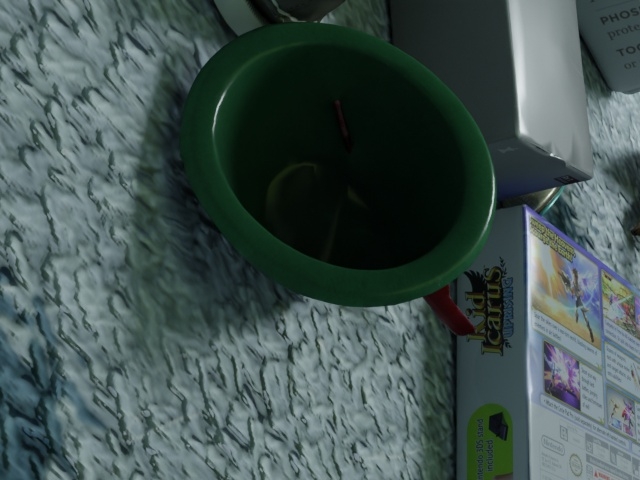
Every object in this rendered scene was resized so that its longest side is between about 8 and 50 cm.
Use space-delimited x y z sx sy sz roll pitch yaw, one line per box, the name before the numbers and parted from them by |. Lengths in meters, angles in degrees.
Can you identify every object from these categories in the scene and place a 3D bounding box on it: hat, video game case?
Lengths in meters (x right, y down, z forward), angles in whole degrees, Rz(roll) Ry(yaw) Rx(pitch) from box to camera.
hat | 0.000 0.000 0.790 0.208 0.183 0.173 43 61 8
video game case | 0.191 0.134 0.990 0.269 0.061 0.244 30 56 -48

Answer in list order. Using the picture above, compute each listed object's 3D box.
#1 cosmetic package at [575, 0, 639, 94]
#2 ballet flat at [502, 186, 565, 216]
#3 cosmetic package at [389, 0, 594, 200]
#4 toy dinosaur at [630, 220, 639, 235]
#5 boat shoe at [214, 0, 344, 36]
cosmetic package | 0.355 -0.411 1.185 0.394 0.327 0.329 52 40 -33
ballet flat | 0.169 -0.057 1.045 0.052 0.057 0.168 49 31 -1
cosmetic package | 0.121 -0.157 0.956 0.127 0.107 0.238 21 65 -52
toy dinosaur | 0.405 -0.038 1.315 0.296 0.127 0.200 50 42 -28
boat shoe | 0.024 -0.235 0.845 0.109 0.091 0.305 56 39 -28
